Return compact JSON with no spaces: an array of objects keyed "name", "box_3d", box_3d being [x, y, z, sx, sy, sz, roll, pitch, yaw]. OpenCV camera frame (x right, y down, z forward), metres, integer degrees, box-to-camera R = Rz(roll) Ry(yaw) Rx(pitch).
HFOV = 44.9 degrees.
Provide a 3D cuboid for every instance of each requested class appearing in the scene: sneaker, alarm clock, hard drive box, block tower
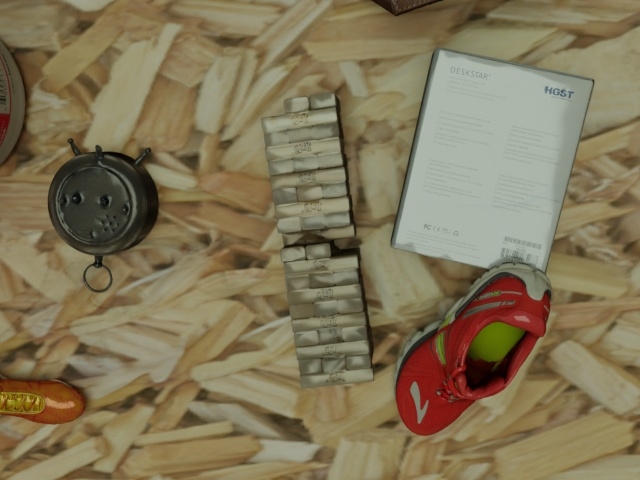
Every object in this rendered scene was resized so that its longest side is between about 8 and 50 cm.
[{"name":"sneaker","box_3d":[0.161,0.144,0.885,0.107,0.118,0.279,26,126,-4]},{"name":"alarm clock","box_3d":[-0.275,-0.027,0.972,0.129,0.064,0.192,6,100,5]},{"name":"sneaker","box_3d":[-0.394,0.210,1.006,0.175,0.067,0.064,7,96,3]},{"name":"hard drive box","box_3d":[0.193,-0.089,0.902,0.181,0.089,0.232,13,98,4]},{"name":"block tower","box_3d":[0.000,0.000,0.931,0.090,0.097,0.336,-7,94,6]}]

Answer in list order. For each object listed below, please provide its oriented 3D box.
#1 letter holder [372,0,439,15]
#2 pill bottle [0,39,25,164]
[{"name":"letter holder","box_3d":[0.174,-0.389,0.787,0.301,0.152,0.215,-19,116,0]},{"name":"pill bottle","box_3d":[-0.502,-0.157,0.801,0.228,0.408,0.229,1,96,6]}]
